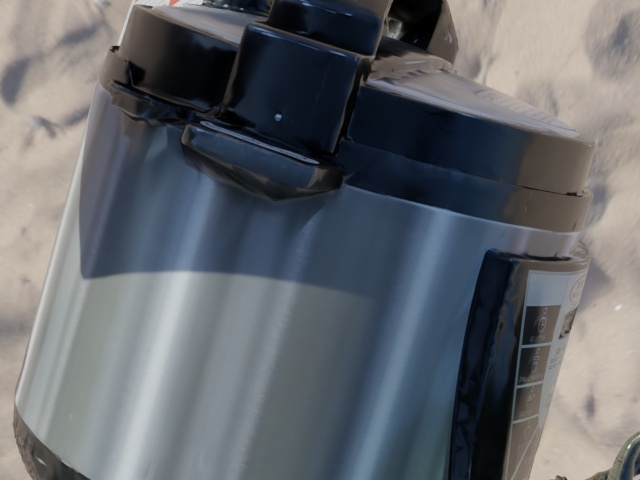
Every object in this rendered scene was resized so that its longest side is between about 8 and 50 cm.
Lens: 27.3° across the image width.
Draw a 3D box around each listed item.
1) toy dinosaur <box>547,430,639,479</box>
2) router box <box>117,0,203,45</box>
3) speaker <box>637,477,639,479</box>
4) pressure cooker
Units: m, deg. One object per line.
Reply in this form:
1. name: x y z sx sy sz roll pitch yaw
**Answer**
1. toy dinosaur: 0.284 0.311 1.430 0.121 0.160 0.313 51 135 -1
2. router box: -0.089 -0.332 1.438 0.082 0.335 0.301 25 68 -28
3. speaker: 0.235 0.216 0.835 0.296 0.131 0.131 -37 78 -30
4. pressure cooker: -0.006 -0.002 0.945 0.376 0.370 0.420 11 100 -30
